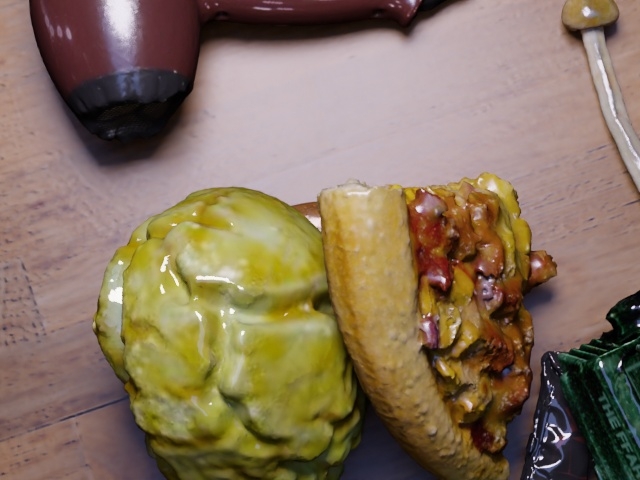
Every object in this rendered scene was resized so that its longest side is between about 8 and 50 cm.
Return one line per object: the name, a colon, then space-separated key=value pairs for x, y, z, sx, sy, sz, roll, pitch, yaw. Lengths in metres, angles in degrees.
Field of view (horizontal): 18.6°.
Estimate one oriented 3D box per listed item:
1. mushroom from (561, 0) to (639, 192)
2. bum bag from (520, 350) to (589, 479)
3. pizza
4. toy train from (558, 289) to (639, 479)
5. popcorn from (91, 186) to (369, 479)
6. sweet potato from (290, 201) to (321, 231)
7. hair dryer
mushroom: x=0.267 y=-0.054 z=1.447 sx=0.068 sy=0.043 sz=0.306 roll=-36 pitch=83 yaw=20
bum bag: x=0.174 y=0.141 z=1.414 sx=0.058 sy=0.034 sz=0.124 roll=18 pitch=80 yaw=-21
pizza: x=0.098 y=0.035 z=1.343 sx=0.081 sy=0.289 sz=0.229 roll=-4 pitch=38 yaw=31
toy train: x=0.293 y=0.178 z=1.325 sx=0.138 sy=0.178 sz=0.330 roll=-23 pitch=81 yaw=-18
popcorn: x=-0.055 y=0.075 z=1.341 sx=0.183 sy=0.204 sz=0.221 roll=-15 pitch=104 yaw=21
sweet potato: x=0.000 y=0.001 z=1.431 sx=0.202 sy=0.055 sz=0.058 roll=8 pitch=52 yaw=4
hair dryer: x=-0.048 y=-0.230 z=1.461 sx=0.340 sy=0.123 sz=0.313 roll=-2 pitch=70 yaw=-10
